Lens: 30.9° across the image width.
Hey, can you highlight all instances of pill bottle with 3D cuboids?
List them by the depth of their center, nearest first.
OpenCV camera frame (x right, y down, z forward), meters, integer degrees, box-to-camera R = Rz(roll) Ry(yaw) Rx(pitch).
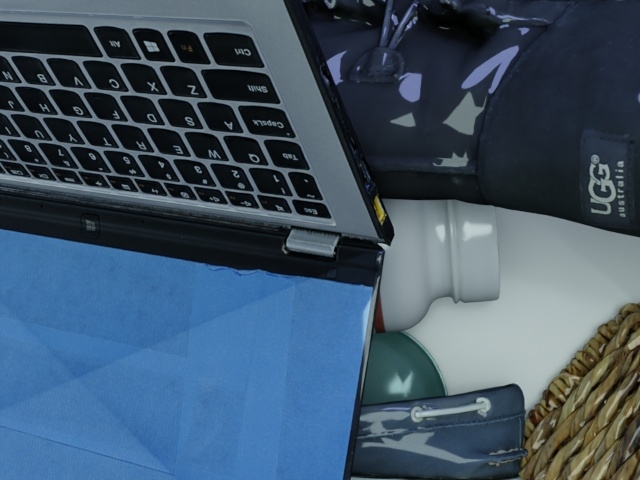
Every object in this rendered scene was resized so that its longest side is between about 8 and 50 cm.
[{"bbox_3d":[0.000,0.000,0.724,0.216,0.121,0.121,-5,84,5],"label":"pill bottle"}]

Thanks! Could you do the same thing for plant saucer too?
[{"bbox_3d":[0.025,0.111,0.760,0.119,0.021,0.119,-1,85,6],"label":"plant saucer"}]

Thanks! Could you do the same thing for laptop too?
[{"bbox_3d":[-0.186,0.022,0.589,0.382,0.408,0.236,8,54,28],"label":"laptop"}]

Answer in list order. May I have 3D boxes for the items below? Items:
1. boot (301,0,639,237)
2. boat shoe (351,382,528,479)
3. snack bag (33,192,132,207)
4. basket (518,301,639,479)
[{"bbox_3d":[0.062,-0.152,0.712,0.445,0.367,0.146,7,128,27],"label":"boot"},{"bbox_3d":[-0.003,0.114,0.701,0.254,0.095,0.079,2,84,11],"label":"boat shoe"},{"bbox_3d":[-0.257,0.126,0.781,0.342,0.037,0.323,-9,84,5],"label":"snack bag"},{"bbox_3d":[0.218,0.224,0.694,0.213,0.223,0.299,37,89,-25],"label":"basket"}]
